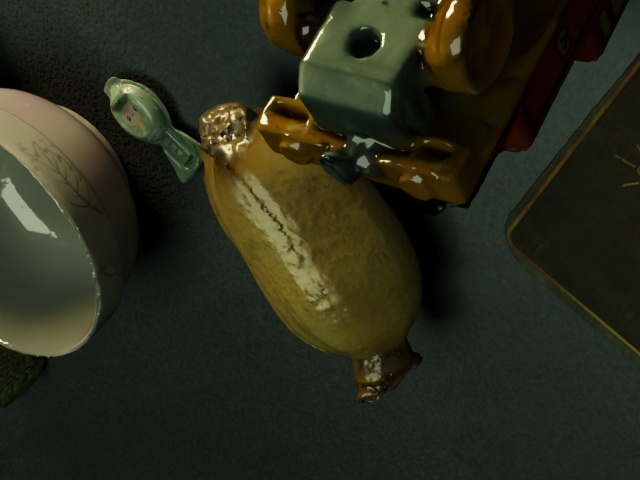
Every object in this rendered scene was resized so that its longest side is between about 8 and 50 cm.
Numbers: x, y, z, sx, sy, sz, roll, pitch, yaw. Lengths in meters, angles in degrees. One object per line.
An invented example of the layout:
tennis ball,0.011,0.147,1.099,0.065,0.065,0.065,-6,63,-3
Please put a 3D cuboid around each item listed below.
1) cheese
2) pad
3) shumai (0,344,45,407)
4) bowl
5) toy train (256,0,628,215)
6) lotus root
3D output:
cheese,-0.159,-0.111,1.723,0.120,0.026,0.067,43,141,1
pad,0.316,0.014,1.398,0.315,0.063,0.375,40,140,6
shumai,-0.390,0.132,2.075,0.087,0.123,0.099,38,117,40
bowl,-0.294,-0.036,1.811,0.287,0.144,0.287,23,135,25
toy train,0.111,-0.180,1.222,0.163,0.369,0.231,17,160,32
lotus root,0.001,-0.001,1.601,0.303,0.131,0.146,57,162,-13
